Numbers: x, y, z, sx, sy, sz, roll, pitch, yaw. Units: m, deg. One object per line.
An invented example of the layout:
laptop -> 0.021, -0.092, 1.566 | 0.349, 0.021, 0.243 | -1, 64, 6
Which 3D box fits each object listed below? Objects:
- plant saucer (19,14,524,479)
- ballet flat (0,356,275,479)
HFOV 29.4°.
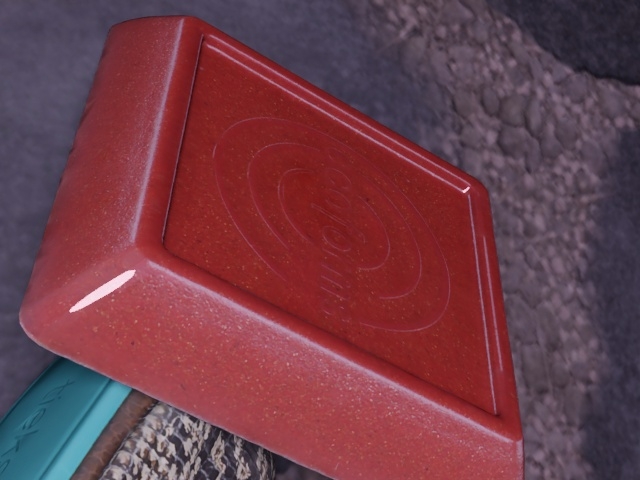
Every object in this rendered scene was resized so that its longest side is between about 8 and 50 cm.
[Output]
plant saucer -> 0.000, 0.000, 0.615 | 0.259, 0.048, 0.258 | 29, 34, -20
ballet flat -> -0.150, 0.216, 0.450 | 0.182, 0.164, 0.483 | 59, 42, -13
